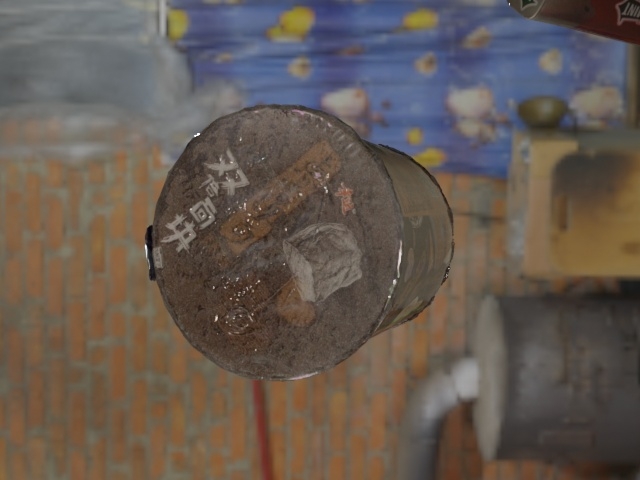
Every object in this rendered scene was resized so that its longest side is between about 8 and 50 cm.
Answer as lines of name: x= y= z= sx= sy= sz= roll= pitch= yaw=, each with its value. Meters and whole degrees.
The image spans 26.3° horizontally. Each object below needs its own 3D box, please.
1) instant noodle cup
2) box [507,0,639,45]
instant noodle cup: x=0.000 y=0.000 z=1.135 sx=0.207 sy=0.217 sz=0.217 roll=-3 pitch=-86 yaw=-67
box: x=0.326 y=-0.287 z=1.530 sx=0.069 sy=0.224 sz=0.120 roll=52 pitch=125 yaw=47
